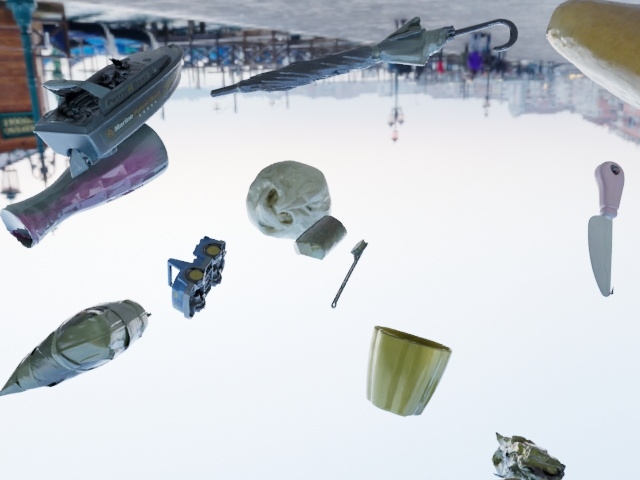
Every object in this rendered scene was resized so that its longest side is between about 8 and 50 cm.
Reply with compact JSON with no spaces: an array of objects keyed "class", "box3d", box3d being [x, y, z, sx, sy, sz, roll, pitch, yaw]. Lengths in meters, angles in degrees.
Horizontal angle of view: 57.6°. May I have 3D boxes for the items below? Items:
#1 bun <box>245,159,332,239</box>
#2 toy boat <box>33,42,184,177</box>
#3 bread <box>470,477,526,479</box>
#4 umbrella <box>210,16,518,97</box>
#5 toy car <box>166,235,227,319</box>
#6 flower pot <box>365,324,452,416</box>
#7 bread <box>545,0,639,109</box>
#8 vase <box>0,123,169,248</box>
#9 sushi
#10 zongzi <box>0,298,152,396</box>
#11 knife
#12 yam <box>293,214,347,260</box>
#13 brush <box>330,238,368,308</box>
[{"class":"bun","box3d":[-0.079,-0.087,1.453,0.231,0.231,0.133,-2,-147,-1]},{"class":"toy boat","box3d":[-0.248,-0.191,0.731,0.093,0.103,0.246,9,-135,25]},{"class":"bread","box3d":[0.151,0.410,0.660,0.314,0.370,0.191,-2,-153,-2]},{"class":"umbrella","box3d":[0.032,-0.162,0.507,0.269,0.044,0.044,-7,175,9]},{"class":"toy car","box3d":[-0.272,0.070,1.247,0.100,0.097,0.191,17,-139,7]},{"class":"flower pot","box3d":[0.196,0.313,1.384,0.195,0.179,0.195,16,180,0]},{"class":"bread","box3d":[0.178,-0.084,0.288,0.136,0.054,0.154,29,-154,8]},{"class":"vase","box3d":[-0.300,-0.073,0.749,0.086,0.086,0.214,9,-140,36]},{"class":"sushi","box3d":[0.511,0.574,1.495,0.139,0.131,0.291,25,167,8]},{"class":"zongzi","box3d":[-0.230,0.101,0.556,0.119,0.055,0.109,-31,180,8]},{"class":"knife","box3d":[0.650,-0.036,1.332,0.081,0.336,0.043,20,157,-11]},{"class":"yam","box3d":[0.000,0.000,1.147,0.069,0.070,0.146,7,-150,29]},{"class":"brush","box3d":[0.075,0.087,1.592,0.062,0.027,0.266,-40,-166,43]}]
